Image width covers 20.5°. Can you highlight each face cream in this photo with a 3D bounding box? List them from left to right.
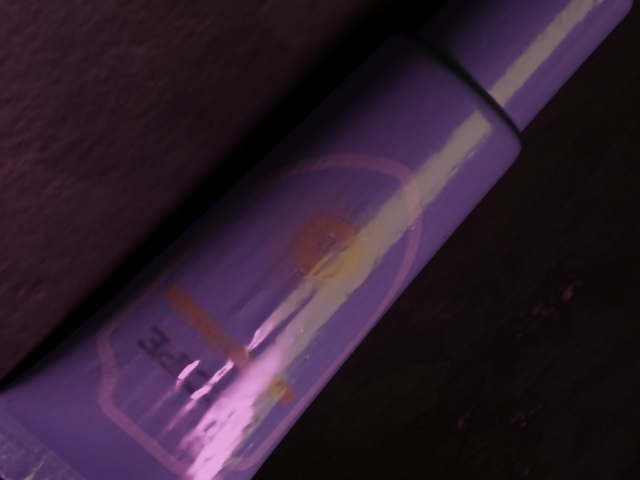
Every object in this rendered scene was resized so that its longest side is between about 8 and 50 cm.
[{"bbox_3d":[0.000,0.000,0.874,0.135,0.086,0.385,43,90,-14],"label":"face cream"}]
